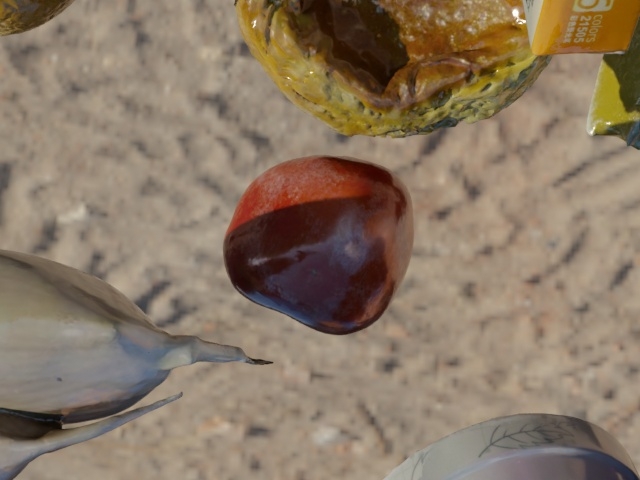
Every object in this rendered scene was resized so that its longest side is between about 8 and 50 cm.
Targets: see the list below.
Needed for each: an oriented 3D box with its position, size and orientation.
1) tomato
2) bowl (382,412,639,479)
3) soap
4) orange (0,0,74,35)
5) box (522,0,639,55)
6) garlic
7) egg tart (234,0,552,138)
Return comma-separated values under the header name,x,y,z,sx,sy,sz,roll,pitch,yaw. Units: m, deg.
name,x,y,z,sx,sy,sz,roll,pitch,yaw
tomato,0.000,0.000,1.652,0.187,0.151,0.187,4,113,9
bowl,0.178,0.306,1.584,0.287,0.144,0.287,-9,130,-11
soap,0.453,-0.175,1.962,0.315,0.199,0.091,9,-171,-37
orange,-0.294,-0.299,1.560,0.236,0.236,0.236,4,153,2
box,0.211,-0.307,1.352,0.091,0.220,0.274,-1,149,-5
garlic,-0.257,0.136,1.423,0.340,0.231,0.246,0,157,32
egg tart,0.075,-0.268,1.694,0.352,0.352,0.150,14,-175,-17
